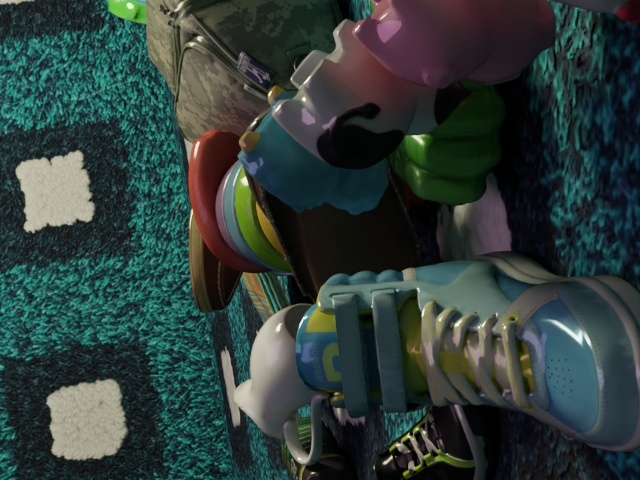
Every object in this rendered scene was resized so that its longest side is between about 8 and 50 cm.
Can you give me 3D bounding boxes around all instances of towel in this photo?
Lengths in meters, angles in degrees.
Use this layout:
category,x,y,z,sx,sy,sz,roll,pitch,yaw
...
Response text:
category,x,y,z,sx,sy,sz,roll,pitch,yaw
towel,-0.095,0.077,1.886,0.370,0.040,0.271,67,170,-9

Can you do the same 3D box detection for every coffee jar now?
category,x,y,z,sx,sy,sz,roll,pitch,yaw
coffee jar,-0.005,0.344,1.793,0.184,0.079,0.096,-134,37,-69

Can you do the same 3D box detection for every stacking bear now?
category,x,y,z,sx,sy,sz,roll,pitch,yaw
stacking bear,-0.007,-0.048,1.280,0.289,0.175,0.164,-6,76,59

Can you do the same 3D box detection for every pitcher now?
category,x,y,z,sx,sy,sz,roll,pitch,yaw
pitcher,-0.031,0.206,1.690,0.177,0.125,0.207,50,136,25

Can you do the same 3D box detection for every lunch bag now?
category,x,y,z,sx,sy,sz,roll,pitch,yaw
lunch bag,-0.081,-0.226,1.486,0.256,0.213,0.305,60,163,15

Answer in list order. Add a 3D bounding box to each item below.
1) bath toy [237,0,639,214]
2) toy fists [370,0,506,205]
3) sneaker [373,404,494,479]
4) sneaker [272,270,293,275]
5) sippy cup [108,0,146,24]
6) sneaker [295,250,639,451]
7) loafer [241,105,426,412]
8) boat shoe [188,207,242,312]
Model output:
category,x,y,z,sx,sy,sz,roll,pitch,yaw
bath toy,0.088,-0.130,0.793,0.348,0.129,0.151,-37,18,49
toy fists,0.089,-0.166,0.979,0.142,0.096,0.279,-166,70,-76
sneaker,0.104,0.224,1.173,0.234,0.097,0.084,97,159,-52
sneaker,0.000,0.000,1.548,0.258,0.094,0.091,162,110,-69
sippy cup,-0.219,-0.472,1.918,0.240,0.306,0.224,-29,-48,-56
sneaker,0.098,0.087,0.847,0.319,0.208,0.127,-162,65,-76
loafer,0.045,0.022,1.100,0.366,0.134,0.130,60,-176,-38
boat shoe,-0.093,-0.053,1.627,0.123,0.123,0.342,79,-161,-51
